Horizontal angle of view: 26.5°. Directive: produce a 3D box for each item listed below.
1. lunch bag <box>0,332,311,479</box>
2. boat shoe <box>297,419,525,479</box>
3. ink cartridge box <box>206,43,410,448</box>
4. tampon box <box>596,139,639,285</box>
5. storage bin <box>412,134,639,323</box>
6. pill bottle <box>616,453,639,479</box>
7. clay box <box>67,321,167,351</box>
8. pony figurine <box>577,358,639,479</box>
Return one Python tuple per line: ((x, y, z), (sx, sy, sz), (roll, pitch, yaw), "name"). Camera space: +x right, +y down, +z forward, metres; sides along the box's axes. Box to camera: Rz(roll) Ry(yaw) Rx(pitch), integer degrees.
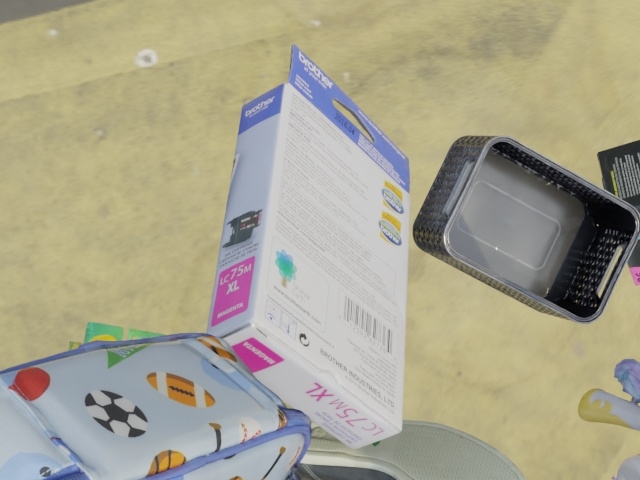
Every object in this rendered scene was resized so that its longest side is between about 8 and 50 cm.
((-0.144, 0.179, 0.778), (0.115, 0.303, 0.243), (40, 111, 26), "lunch bag")
((0.074, 0.211, 1.217), (0.233, 0.084, 0.079), (9, 128, 24), "boat shoe")
((0.000, 0.000, 1.157), (0.065, 0.311, 0.186), (-24, 132, 33), "ink cartridge box")
((0.389, -0.043, 1.432), (0.161, 0.101, 0.120), (-16, 133, 17), "tampon box")
((0.193, -0.012, 1.276), (0.180, 0.084, 0.122), (27, 86, -18), "storage bin")
((0.356, 0.212, 1.158), (0.180, 0.108, 0.108), (-15, 95, -11), "pill bottle")
((-0.273, 0.220, 1.746), (0.127, 0.053, 0.222), (14, 86, -29), "clay box")
((0.444, 0.262, 1.539), (0.302, 0.363, 0.351), (32, 92, -28), "pony figurine")
